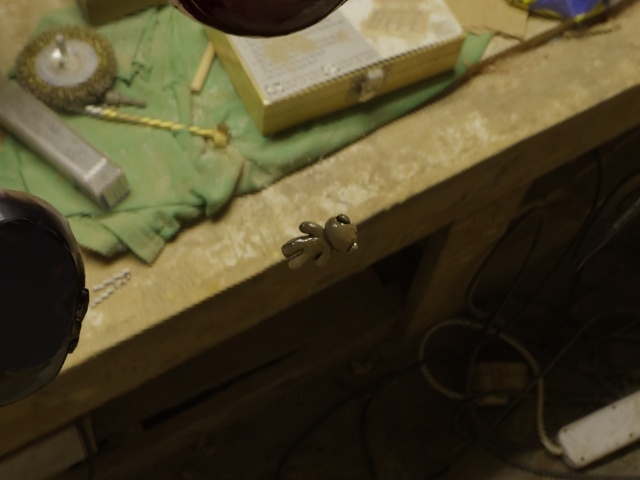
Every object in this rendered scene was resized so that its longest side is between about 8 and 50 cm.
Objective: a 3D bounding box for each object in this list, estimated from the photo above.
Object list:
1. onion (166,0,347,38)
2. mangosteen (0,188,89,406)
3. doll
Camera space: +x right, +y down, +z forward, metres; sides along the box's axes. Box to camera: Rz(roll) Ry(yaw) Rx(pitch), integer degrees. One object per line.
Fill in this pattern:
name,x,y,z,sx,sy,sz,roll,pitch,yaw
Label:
onion,-0.072,-0.346,1.039,0.336,0.260,0.281,16,35,41
mangosteen,-0.414,0.060,1.160,0.287,0.233,0.288,0,90,-37
doll,-0.001,0.002,1.206,0.093,0.051,0.062,-27,100,-5
